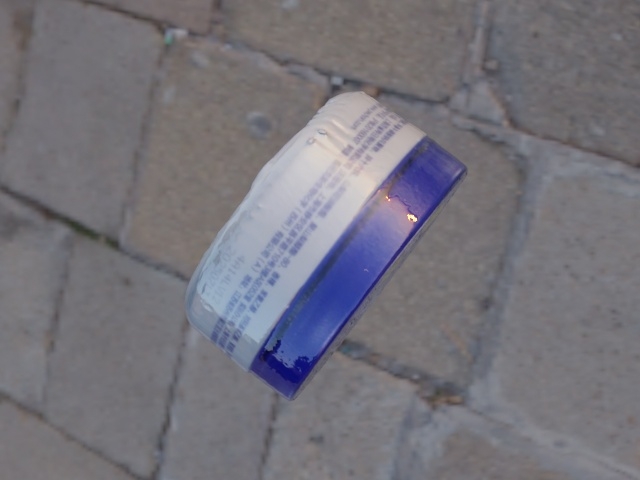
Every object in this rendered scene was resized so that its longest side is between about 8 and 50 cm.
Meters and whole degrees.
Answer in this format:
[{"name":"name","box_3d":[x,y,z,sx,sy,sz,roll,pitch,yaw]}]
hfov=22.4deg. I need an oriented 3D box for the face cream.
[{"name":"face cream","box_3d":[0.000,0.000,1.114,0.111,0.206,0.206,38,117,3]}]
